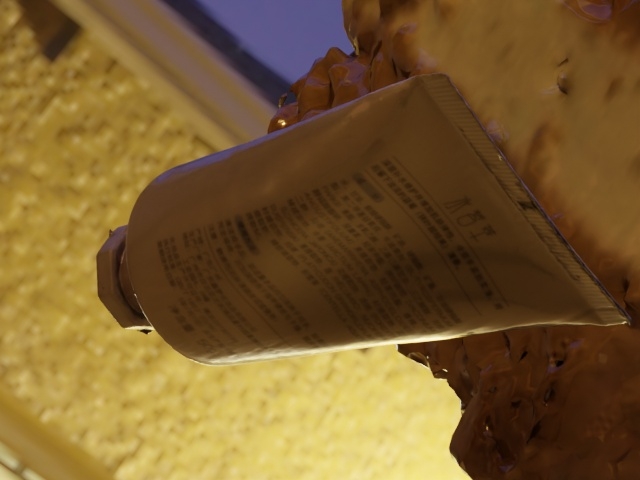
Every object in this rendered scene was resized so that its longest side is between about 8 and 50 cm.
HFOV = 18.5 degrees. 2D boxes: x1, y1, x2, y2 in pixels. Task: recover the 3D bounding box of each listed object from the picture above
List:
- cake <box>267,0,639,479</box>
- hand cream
[{"bbox_3d":[0.173,-0.043,0.663,0.282,0.290,0.256,29,15,-33],"label":"cake"},{"bbox_3d":[0.000,0.000,0.494,0.142,0.053,0.084,-13,-51,40],"label":"hand cream"}]
